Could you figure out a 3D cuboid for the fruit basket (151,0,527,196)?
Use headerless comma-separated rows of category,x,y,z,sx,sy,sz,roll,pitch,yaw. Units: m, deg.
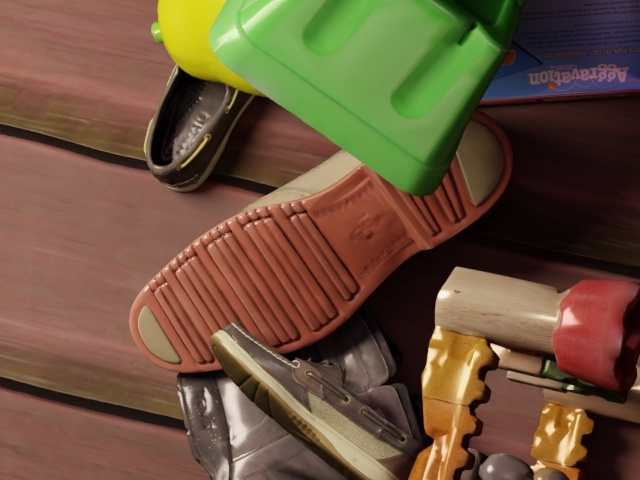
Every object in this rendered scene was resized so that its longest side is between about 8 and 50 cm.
fruit basket,0.025,-0.219,1.837,0.283,0.392,0.392,35,87,-11

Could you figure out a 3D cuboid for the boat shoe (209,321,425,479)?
boat shoe,-0.001,0.146,1.826,0.223,0.080,0.073,40,73,9

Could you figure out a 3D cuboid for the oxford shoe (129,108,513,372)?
oxford shoe,0.000,0.000,1.911,0.397,0.146,0.140,-28,102,1

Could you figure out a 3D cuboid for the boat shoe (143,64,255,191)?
boat shoe,-0.107,-0.159,1.994,0.081,0.069,0.228,21,84,15

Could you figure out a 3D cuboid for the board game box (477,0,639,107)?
board game box,0.180,-0.204,1.966,0.281,0.027,0.145,-3,77,11

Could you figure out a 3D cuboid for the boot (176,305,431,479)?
boot,0.006,0.242,1.876,0.223,0.118,0.338,-15,81,3

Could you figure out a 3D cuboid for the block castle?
block castle,0.225,0.211,1.661,0.213,0.453,0.303,11,81,21
